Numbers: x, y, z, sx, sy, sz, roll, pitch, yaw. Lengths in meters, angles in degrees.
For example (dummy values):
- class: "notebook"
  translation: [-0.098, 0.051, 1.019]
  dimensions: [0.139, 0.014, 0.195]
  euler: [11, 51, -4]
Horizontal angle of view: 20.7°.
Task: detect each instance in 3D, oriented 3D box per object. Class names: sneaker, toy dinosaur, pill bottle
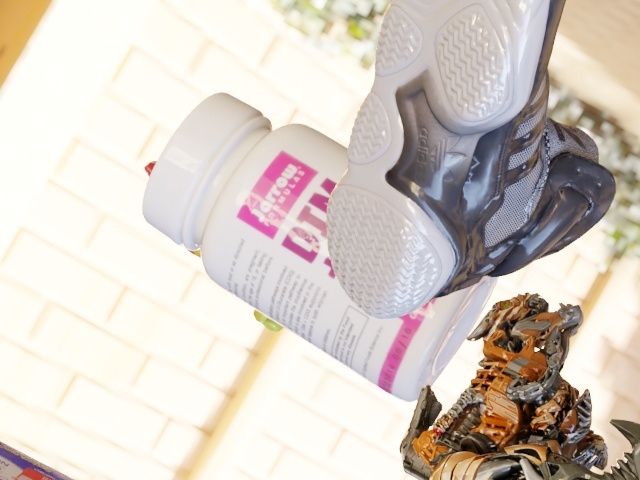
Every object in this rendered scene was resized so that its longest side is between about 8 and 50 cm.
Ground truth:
- class: "sneaker"
  translation: [0.107, -0.077, 1.007]
  dimensions: [0.153, 0.268, 0.101]
  euler: [-8, -137, -37]
- class: "toy dinosaur"
  translation: [0.154, 0.188, 1.258]
  dimensions: [0.218, 0.322, 0.164]
  euler: [4, 166, 23]
- class: "pill bottle"
  translation: [0.000, 0.000, 1.492]
  dimensions: [0.283, 0.160, 0.160]
  euler: [31, 176, 13]

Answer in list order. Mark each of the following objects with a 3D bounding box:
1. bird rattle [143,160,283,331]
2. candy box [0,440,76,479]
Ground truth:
- class: "bird rattle"
  translation: [-0.110, -0.026, 1.986]
  dimensions: [0.253, 0.143, 0.207]
  euler: [40, -171, 19]
- class: "candy box"
  translation: [-0.313, 0.335, 1.467]
  dimensions: [0.268, 0.317, 0.122]
  euler: [27, -172, 2]
